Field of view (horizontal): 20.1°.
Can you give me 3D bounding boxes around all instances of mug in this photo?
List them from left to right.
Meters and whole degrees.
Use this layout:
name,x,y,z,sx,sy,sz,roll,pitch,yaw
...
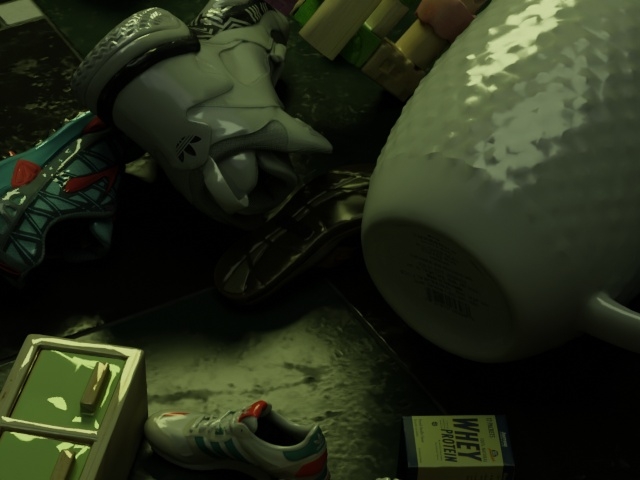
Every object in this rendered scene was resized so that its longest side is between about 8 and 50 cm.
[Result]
name,x,y,z,sx,sy,sz,roll,pitch,yaw
mug,0.236,-0.038,1.562,0.374,0.276,0.328,31,59,21

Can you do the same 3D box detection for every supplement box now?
name,x,y,z,sx,sy,sz,roll,pitch,yaw
supplement box,0.105,0.186,1.424,0.083,0.083,0.056,0,41,-4

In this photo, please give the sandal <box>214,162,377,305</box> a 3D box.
name,x,y,z,sx,sy,sz,roll,pitch,yaw
sandal,0.000,0.000,1.675,0.219,0.060,0.090,-38,46,-20

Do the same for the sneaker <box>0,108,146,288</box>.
name,x,y,z,sx,sy,sz,roll,pitch,yaw
sneaker,-0.236,-0.032,1.693,0.125,0.104,0.262,46,44,7

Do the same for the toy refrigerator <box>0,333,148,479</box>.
name,x,y,z,sx,sy,sz,roll,pitch,yaw
toy refrigerator,-0.217,0.194,1.397,0.102,0.094,0.269,8,39,8

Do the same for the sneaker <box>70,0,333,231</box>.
name,x,y,z,sx,sy,sz,roll,pitch,yaw
sneaker,-0.082,-0.126,1.758,0.210,0.137,0.366,47,23,7

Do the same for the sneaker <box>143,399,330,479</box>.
name,x,y,z,sx,sy,sz,roll,pitch,yaw
sneaker,-0.067,0.153,1.465,0.161,0.075,0.057,15,41,16

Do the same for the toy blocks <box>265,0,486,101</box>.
name,x,y,z,sx,sy,sz,roll,pitch,yaw
toy blocks,0.079,-0.303,1.799,0.260,0.288,0.309,-51,46,8

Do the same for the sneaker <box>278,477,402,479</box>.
name,x,y,z,sx,sy,sz,roll,pitch,yaw
sneaker,0.008,0.217,1.364,0.170,0.063,0.075,0,12,29
